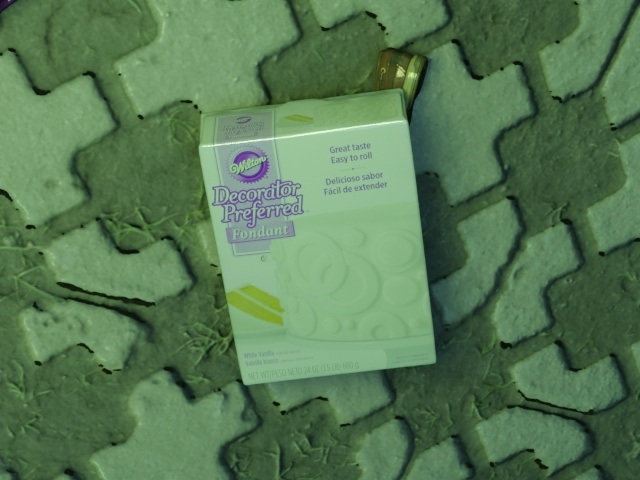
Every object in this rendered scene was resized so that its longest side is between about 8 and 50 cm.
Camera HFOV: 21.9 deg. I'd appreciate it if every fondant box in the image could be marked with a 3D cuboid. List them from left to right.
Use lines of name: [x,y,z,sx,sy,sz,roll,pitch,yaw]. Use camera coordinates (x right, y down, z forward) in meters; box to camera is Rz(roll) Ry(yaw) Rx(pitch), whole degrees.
fondant box: [0.000,0.000,1.943,0.238,0.096,0.330,-7,118,3]

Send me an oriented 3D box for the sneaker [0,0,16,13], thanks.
sneaker: [-0.282,-0.306,1.719,0.224,0.098,0.083,-43,122,5]

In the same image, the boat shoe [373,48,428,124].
boat shoe: [0.075,-0.147,1.958,0.060,0.064,0.178,21,120,7]
